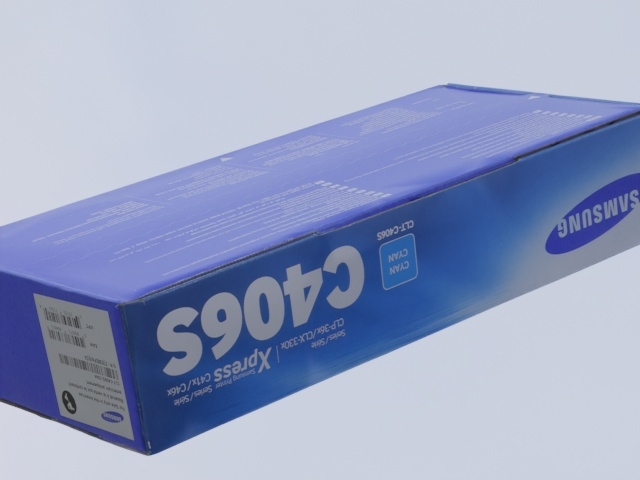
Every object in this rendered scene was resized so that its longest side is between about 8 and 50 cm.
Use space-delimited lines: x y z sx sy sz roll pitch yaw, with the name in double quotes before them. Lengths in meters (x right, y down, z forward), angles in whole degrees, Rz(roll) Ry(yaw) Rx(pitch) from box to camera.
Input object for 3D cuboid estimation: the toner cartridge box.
"toner cartridge box" 0.000 0.000 0.942 0.165 0.348 0.075 14 -63 49
